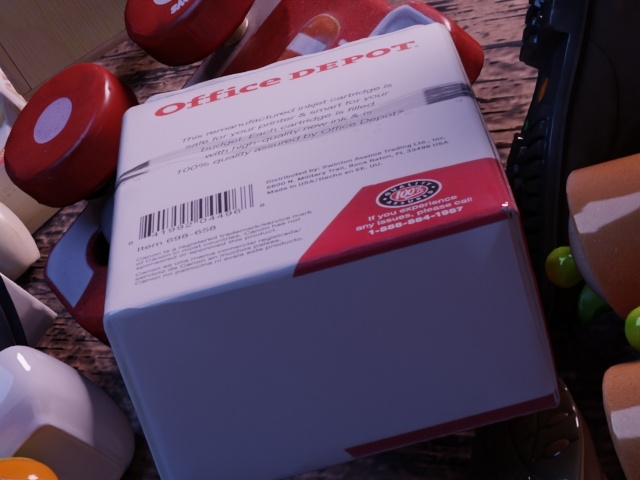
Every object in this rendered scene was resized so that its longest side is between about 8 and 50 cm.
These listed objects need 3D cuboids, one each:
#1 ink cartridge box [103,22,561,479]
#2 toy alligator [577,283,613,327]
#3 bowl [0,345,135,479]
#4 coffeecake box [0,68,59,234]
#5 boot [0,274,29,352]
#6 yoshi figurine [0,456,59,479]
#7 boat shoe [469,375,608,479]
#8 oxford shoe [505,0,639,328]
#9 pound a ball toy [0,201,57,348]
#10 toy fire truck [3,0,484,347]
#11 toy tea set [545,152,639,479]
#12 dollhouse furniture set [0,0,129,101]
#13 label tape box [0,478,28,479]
[{"bbox_3d":[0.000,0.000,1.018,0.197,0.114,0.273,-15,25,3],"label":"ink cartridge box"},{"bbox_3d":[0.199,-0.027,1.052,0.051,0.056,0.189,26,72,14],"label":"toy alligator"},{"bbox_3d":[-0.191,0.151,1.261,0.142,0.142,0.053,-50,48,0],"label":"bowl"},{"bbox_3d":[-0.299,-0.051,1.664,0.142,0.068,0.185,-41,33,10],"label":"coffeecake box"},{"bbox_3d":[-0.280,0.189,1.311,0.223,0.338,0.118,-13,21,-30],"label":"boot"},{"bbox_3d":[-0.182,0.267,1.057,0.203,0.203,0.362,-53,28,4],"label":"yoshi figurine"},{"bbox_3d":[0.117,0.143,0.958,0.064,0.060,0.178,-28,40,18],"label":"boat shoe"},{"bbox_3d":[0.157,-0.056,1.097,0.083,0.096,0.227,155,127,-78],"label":"oxford shoe"},{"bbox_3d":[-0.300,0.120,1.462,0.319,0.136,0.208,-54,7,-7],"label":"pound a ball toy"},{"bbox_3d":[-0.054,-0.052,1.275,0.302,0.169,0.254,-50,35,0],"label":"toy fire truck"},{"bbox_3d":[0.147,0.118,0.822,0.124,0.200,0.336,-24,40,22],"label":"toy tea set"},{"bbox_3d":[-0.297,-0.329,1.698,0.362,0.256,0.394,-32,33,-2],"label":"dollhouse furniture set"},{"bbox_3d":[-0.046,0.202,0.915,0.347,0.249,0.115,-102,20,-51],"label":"label tape box"}]
